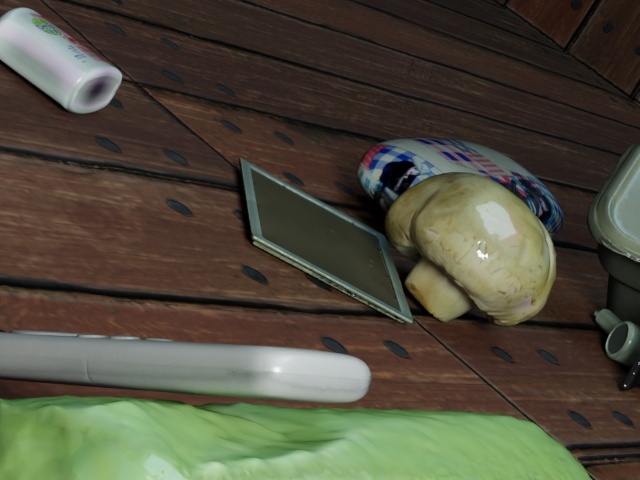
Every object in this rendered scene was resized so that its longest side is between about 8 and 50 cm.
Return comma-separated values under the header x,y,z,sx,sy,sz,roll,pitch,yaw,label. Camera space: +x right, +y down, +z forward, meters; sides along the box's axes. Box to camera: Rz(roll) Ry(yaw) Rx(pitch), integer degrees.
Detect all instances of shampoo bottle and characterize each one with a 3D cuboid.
x,y,z,sx,sy,sz,roll,pitch,yaw,label
-0.207,-0.139,1.395,0.099,0.043,0.072,36,15,15,shampoo bottle

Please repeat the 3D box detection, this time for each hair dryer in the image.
x,y,z,sx,sy,sz,roll,pitch,yaw,label
0.279,0.088,1.677,0.063,0.038,0.124,28,8,-20,hair dryer

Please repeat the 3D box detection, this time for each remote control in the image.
x,y,z,sx,sy,sz,roll,pitch,yaw,label
-0.097,0.048,0.785,0.261,0.029,0.067,0,-7,39,remote control

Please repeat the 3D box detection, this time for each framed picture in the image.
x,y,z,sx,sy,sz,roll,pitch,yaw,label
0.000,0.000,1.430,0.142,0.011,0.183,28,16,-15,framed picture

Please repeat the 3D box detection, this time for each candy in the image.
x,y,z,sx,sy,sz,roll,pitch,yaw,label
-0.009,0.125,0.786,0.343,0.132,0.142,12,33,-53,candy

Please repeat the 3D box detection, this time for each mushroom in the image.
x,y,z,sx,sy,sz,roll,pitch,yaw,label
0.118,0.008,1.442,0.148,0.112,0.148,41,7,-6,mushroom

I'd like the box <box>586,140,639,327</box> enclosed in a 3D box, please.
x,y,z,sx,sy,sz,roll,pitch,yaw,label
0.372,0.042,1.666,0.274,0.138,0.178,29,-27,17,box

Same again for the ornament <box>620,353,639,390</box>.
x,y,z,sx,sy,sz,roll,pitch,yaw,label
0.355,0.147,1.547,0.203,0.081,0.088,39,18,17,ornament

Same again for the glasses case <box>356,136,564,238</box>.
x,y,z,sx,sy,sz,roll,pitch,yaw,label
0.135,-0.042,1.706,0.125,0.076,0.327,40,16,18,glasses case
